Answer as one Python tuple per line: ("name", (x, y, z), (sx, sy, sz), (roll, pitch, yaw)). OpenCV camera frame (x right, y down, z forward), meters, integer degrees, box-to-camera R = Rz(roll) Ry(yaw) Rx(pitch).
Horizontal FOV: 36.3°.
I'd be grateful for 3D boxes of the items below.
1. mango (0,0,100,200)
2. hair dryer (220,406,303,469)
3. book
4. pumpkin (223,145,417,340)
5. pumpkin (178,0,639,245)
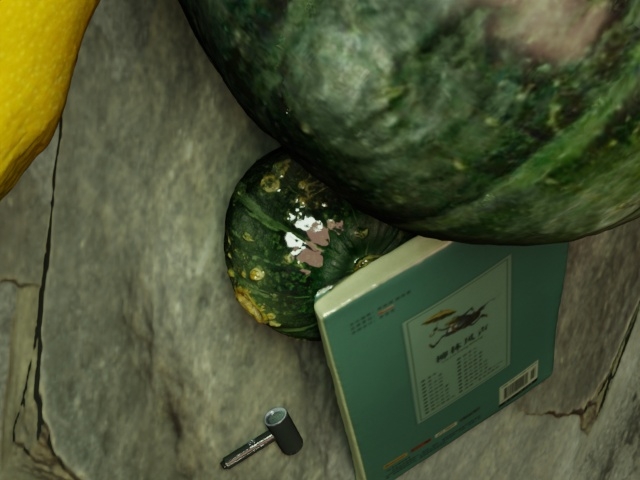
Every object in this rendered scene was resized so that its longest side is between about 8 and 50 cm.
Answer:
("mango", (-0.205, -0.109, 0.478), (0.187, 0.144, 0.359), (32, 83, -43))
("hair dryer", (-0.061, 0.207, 0.979), (0.083, 0.026, 0.047), (-30, 117, -10))
("book", (0.129, 0.098, 0.937), (0.264, 0.031, 0.379), (-31, 145, -14))
("pumpkin", (0.001, 0.000, 0.865), (0.190, 0.146, 0.190), (-8, 110, -22))
("pumpkin", (0.092, -0.195, 0.676), (0.454, 0.454, 0.344), (26, 125, -31))
